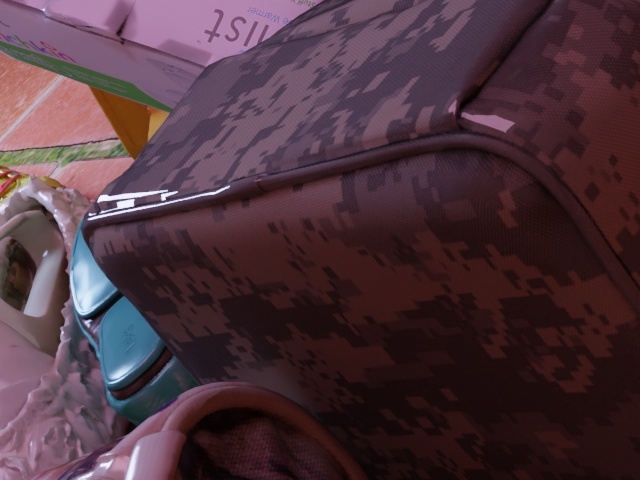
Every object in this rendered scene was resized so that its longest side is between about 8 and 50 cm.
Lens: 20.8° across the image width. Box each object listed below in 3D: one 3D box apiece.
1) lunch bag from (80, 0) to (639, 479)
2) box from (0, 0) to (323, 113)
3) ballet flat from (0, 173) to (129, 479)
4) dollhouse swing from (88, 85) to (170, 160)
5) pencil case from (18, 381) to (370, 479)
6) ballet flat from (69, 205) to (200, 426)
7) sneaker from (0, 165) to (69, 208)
[{"bbox_3d":[0.098,-0.034,0.699,0.305,0.212,0.256,-11,37,54],"label":"lunch bag"},{"bbox_3d":[-0.050,-0.185,0.932,0.262,0.127,0.231,20,80,28],"label":"box"},{"bbox_3d":[-0.199,0.081,1.134,0.147,0.147,0.409,-36,22,17],"label":"ballet flat"},{"bbox_3d":[-0.026,-0.205,1.037,0.347,0.315,0.305,-26,14,13],"label":"dollhouse swing"},{"bbox_3d":[-0.142,0.176,0.758,0.410,0.183,0.159,-22,46,42],"label":"pencil case"},{"bbox_3d":[-0.099,0.051,1.063,0.083,0.087,0.247,-39,27,7],"label":"ballet flat"},{"bbox_3d":[-0.310,-0.039,1.636,0.208,0.094,0.081,-8,38,55],"label":"sneaker"}]
